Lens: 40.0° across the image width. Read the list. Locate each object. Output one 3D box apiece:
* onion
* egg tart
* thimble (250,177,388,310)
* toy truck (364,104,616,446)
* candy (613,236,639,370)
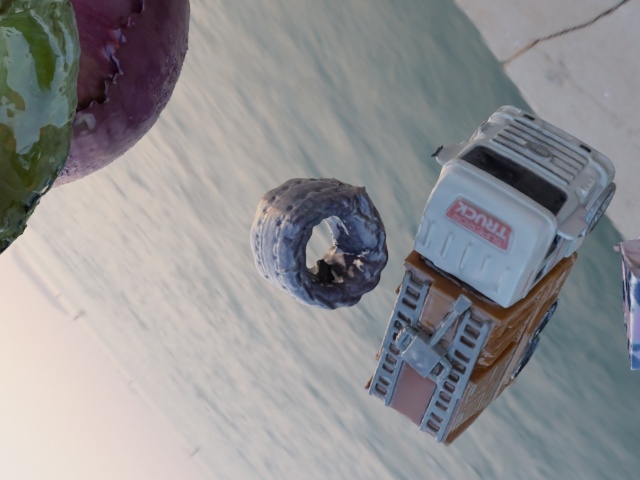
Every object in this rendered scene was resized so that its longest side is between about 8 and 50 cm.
[{"bbox_3d":[-0.295,-0.217,0.861,0.358,0.358,0.345,45,-170,17],"label":"onion"},{"bbox_3d":[-0.206,-0.073,0.499,0.078,0.197,0.197,27,161,8],"label":"egg tart"},{"bbox_3d":[0.000,0.002,1.010,0.097,0.150,0.150,24,150,54],"label":"thimble"},{"bbox_3d":[0.180,0.054,1.021,0.173,0.207,0.388,33,136,21],"label":"toy truck"},{"bbox_3d":[0.307,0.039,0.656,0.073,0.160,0.092,-71,-29,-66],"label":"candy"}]
